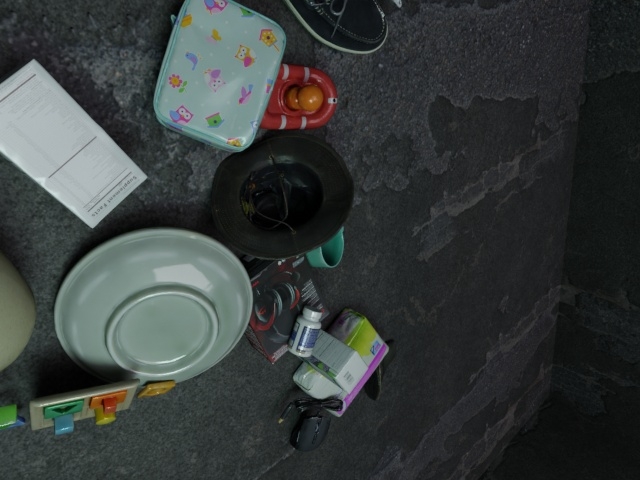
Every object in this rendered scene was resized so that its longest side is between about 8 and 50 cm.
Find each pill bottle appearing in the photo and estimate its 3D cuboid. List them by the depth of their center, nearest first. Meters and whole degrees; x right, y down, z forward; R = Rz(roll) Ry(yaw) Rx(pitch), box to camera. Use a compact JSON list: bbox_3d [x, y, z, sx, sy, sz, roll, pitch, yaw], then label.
[{"bbox_3d":[-0.037,0.233,1.144,0.067,0.067,0.120,15,96,-43],"label":"pill bottle"}]

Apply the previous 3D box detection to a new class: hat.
[{"bbox_3d":[-0.086,-0.088,1.058,0.331,0.331,0.134,-52,168,-15],"label":"hat"}]

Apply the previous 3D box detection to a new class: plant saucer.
[{"bbox_3d":[-0.328,0.171,0.922,0.401,0.100,0.400,-11,120,-19],"label":"plant saucer"}]

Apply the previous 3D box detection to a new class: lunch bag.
[{"bbox_3d":[-0.205,-0.336,0.888,0.224,0.108,0.279,18,90,-15],"label":"lunch bag"}]

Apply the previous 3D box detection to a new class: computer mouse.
[{"bbox_3d":[-0.051,0.580,1.361,0.184,0.060,0.262,15,121,-26],"label":"computer mouse"}]

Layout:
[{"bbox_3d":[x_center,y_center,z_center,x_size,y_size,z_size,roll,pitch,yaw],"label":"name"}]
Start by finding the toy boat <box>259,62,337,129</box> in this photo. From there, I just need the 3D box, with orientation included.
[{"bbox_3d":[-0.050,-0.331,1.029,0.231,0.151,0.150,-11,112,-38],"label":"toy boat"}]

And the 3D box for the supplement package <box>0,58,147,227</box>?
[{"bbox_3d":[-0.448,-0.159,0.754,0.139,0.134,0.244,-49,130,-17],"label":"supplement package"}]

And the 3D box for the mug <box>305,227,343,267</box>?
[{"bbox_3d":[-0.002,0.009,1.220,0.158,0.097,0.129,3,88,-60],"label":"mug"}]

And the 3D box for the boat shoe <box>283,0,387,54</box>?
[{"bbox_3d":[0.010,-0.589,0.990,0.500,0.156,0.186,25,86,-45],"label":"boat shoe"}]

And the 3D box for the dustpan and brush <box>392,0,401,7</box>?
[{"bbox_3d":[0.146,-0.692,1.133,0.147,0.060,0.211,-52,131,-14],"label":"dustpan and brush"}]

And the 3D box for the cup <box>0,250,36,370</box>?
[{"bbox_3d":[-0.581,0.109,0.645,0.331,0.331,0.237,-59,157,-8],"label":"cup"}]

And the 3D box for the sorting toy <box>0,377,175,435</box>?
[{"bbox_3d":[-0.457,0.332,0.865,0.348,0.047,0.196,-3,150,-33],"label":"sorting toy"}]

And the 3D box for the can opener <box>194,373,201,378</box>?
[{"bbox_3d":[-0.274,0.260,1.120,0.059,0.073,0.186,10,105,-82],"label":"can opener"}]

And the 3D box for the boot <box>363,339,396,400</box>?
[{"bbox_3d":[0.227,0.470,1.613,0.137,0.077,0.197,-17,117,-42],"label":"boot"}]

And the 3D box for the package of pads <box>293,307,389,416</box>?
[{"bbox_3d":[0.072,0.391,1.425,0.296,0.101,0.229,-50,131,-16],"label":"package of pads"}]

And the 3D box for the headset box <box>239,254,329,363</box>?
[{"bbox_3d":[-0.115,0.161,1.174,0.218,0.110,0.293,-37,126,-25],"label":"headset box"}]

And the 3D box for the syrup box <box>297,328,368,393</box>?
[{"bbox_3d":[0.010,0.320,1.253,0.096,0.237,0.093,-48,130,-20],"label":"syrup box"}]
